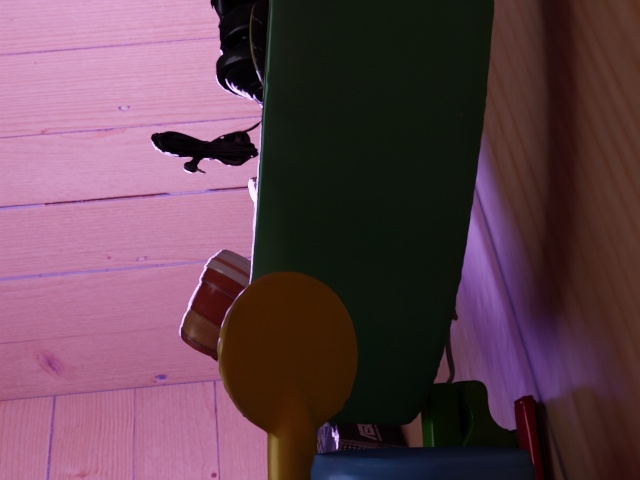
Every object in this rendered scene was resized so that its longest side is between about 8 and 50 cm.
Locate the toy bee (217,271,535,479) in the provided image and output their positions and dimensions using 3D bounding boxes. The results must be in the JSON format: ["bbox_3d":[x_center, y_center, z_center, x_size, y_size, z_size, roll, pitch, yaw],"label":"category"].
[{"bbox_3d":[-0.008,0.099,0.369,0.298,0.162,0.195,114,155,-59],"label":"toy bee"}]

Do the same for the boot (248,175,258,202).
[{"bbox_3d":[-0.032,0.011,1.618,0.295,0.104,0.211,127,139,-79],"label":"boot"}]

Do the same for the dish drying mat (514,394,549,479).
[{"bbox_3d":[0.088,0.105,0.501,0.032,0.008,0.083,97,167,-77],"label":"dish drying mat"}]

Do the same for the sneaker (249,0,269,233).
[{"bbox_3d":[0.000,-0.079,1.100,0.121,0.111,0.300,30,-120,-82],"label":"sneaker"}]

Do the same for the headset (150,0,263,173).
[{"bbox_3d":[-0.080,-0.239,1.363,0.243,0.185,0.394,-98,16,-45],"label":"headset"}]

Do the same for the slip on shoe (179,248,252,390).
[{"bbox_3d":[-0.048,0.127,1.220,0.101,0.123,0.331,-55,-31,-14],"label":"slip on shoe"}]

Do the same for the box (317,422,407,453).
[{"bbox_3d":[0.015,0.266,1.099,0.216,0.060,0.270,-106,23,-77],"label":"box"}]

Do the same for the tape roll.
[{"bbox_3d":[0.012,-0.080,0.558,0.321,0.077,0.321,-177,90,-87],"label":"tape roll"}]

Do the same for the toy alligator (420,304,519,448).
[{"bbox_3d":[0.067,0.102,0.532,0.056,0.051,0.190,148,127,-73],"label":"toy alligator"}]
